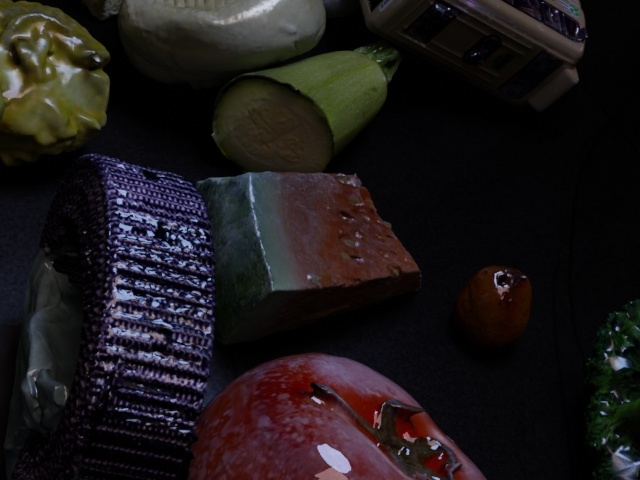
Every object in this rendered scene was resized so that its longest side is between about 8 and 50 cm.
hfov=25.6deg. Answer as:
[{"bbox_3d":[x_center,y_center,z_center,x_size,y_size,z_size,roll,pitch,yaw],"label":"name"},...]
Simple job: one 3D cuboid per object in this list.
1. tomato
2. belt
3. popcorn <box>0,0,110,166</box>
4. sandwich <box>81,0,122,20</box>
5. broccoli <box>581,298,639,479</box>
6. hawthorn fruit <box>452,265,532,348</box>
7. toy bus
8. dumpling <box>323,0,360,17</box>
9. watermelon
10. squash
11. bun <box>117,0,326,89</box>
[{"bbox_3d":[0.002,0.224,1.100,0.270,0.227,0.270,34,23,-16],"label":"tomato"},{"bbox_3d":[-0.175,0.079,1.125,0.122,0.260,0.325,13,44,-24],"label":"belt"},{"bbox_3d":[-0.300,-0.143,1.367,0.168,0.173,0.195,49,33,-8],"label":"popcorn"},{"bbox_3d":[-0.269,-0.367,1.574,0.058,0.162,0.193,-27,64,-38],"label":"sandwich"},{"bbox_3d":[0.379,0.146,1.316,0.297,0.297,0.298,-7,53,9],"label":"broccoli"},{"bbox_3d":[0.181,0.063,1.438,0.081,0.093,0.081,13,46,-14],"label":"hawthorn fruit"},{"bbox_3d":[0.186,-0.272,1.673,0.289,0.139,0.157,23,44,-34],"label":"toy bus"},{"bbox_3d":[0.011,-0.343,1.716,0.118,0.136,0.199,39,33,22],"label":"dumpling"},{"bbox_3d":[0.000,0.000,1.409,0.256,0.140,0.193,3,56,-34],"label":"watermelon"},{"bbox_3d":[0.010,-0.143,1.553,0.137,0.137,0.287,41,32,14],"label":"squash"},{"bbox_3d":[-0.103,-0.237,1.527,0.229,0.145,0.229,-5,38,4],"label":"bun"}]
